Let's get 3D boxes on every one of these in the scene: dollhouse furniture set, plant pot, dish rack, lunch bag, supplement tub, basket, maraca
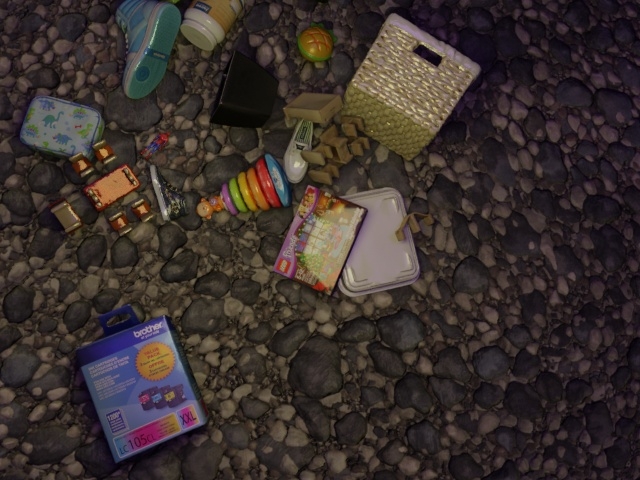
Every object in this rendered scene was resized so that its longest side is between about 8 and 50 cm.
[{"bbox_3d":[0.009,-0.335,1.849,0.212,0.161,0.242,-45,132,-28],"label":"dollhouse furniture set"},{"bbox_3d":[-0.236,-0.456,1.852,0.167,0.188,0.187,18,78,-19],"label":"plant pot"},{"bbox_3d":[0.171,-0.002,1.886,0.285,0.072,0.333,-12,84,-11],"label":"dish rack"},{"bbox_3d":[-0.669,-0.131,1.746,0.259,0.135,0.262,-34,107,-15],"label":"dollhouse furniture set"},{"bbox_3d":[-0.783,-0.340,1.788,0.219,0.090,0.176,13,80,-6],"label":"lunch bag"},{"bbox_3d":[-0.350,-0.733,1.889,0.144,0.144,0.200,28,78,-3],"label":"supplement tub"},{"bbox_3d":[0.264,-0.468,1.845,0.328,0.331,0.266,31,80,-2],"label":"basket"},{"bbox_3d":[-0.009,-0.667,1.957,0.127,0.099,0.186,33,52,-10],"label":"maraca"}]

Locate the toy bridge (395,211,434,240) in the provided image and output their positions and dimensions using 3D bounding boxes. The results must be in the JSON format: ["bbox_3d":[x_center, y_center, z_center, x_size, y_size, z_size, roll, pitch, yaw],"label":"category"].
[{"bbox_3d":[0.298,-0.055,1.884,0.188,0.026,0.063,-25,91,-43],"label":"toy bridge"}]

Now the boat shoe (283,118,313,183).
[{"bbox_3d":[-0.072,-0.300,1.894,0.083,0.076,0.226,9,80,-7],"label":"boat shoe"}]

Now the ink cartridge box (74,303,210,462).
[{"bbox_3d":[-0.518,0.386,1.681,0.270,0.151,0.395,-22,83,-11],"label":"ink cartridge box"}]

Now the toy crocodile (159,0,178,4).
[{"bbox_3d":[-0.436,-0.921,1.935,0.115,0.105,0.340,34,72,-45],"label":"toy crocodile"}]

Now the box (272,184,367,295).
[{"bbox_3d":[0.000,0.000,1.818,0.201,0.057,0.293,22,89,10],"label":"box"}]

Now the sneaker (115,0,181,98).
[{"bbox_3d":[-0.586,-0.624,1.863,0.208,0.127,0.319,31,98,24],"label":"sneaker"}]

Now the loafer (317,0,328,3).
[{"bbox_3d":[-0.040,-0.878,2.010,0.170,0.062,0.061,28,56,-6],"label":"loafer"}]

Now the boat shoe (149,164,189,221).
[{"bbox_3d":[-0.471,-0.154,1.821,0.083,0.065,0.183,-17,90,-12],"label":"boat shoe"}]

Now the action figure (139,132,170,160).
[{"bbox_3d":[-0.520,-0.304,1.853,0.038,0.030,0.115,44,73,-5],"label":"action figure"}]

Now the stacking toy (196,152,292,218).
[{"bbox_3d":[-0.249,-0.143,1.821,0.302,0.166,0.175,-20,90,4],"label":"stacking toy"}]
